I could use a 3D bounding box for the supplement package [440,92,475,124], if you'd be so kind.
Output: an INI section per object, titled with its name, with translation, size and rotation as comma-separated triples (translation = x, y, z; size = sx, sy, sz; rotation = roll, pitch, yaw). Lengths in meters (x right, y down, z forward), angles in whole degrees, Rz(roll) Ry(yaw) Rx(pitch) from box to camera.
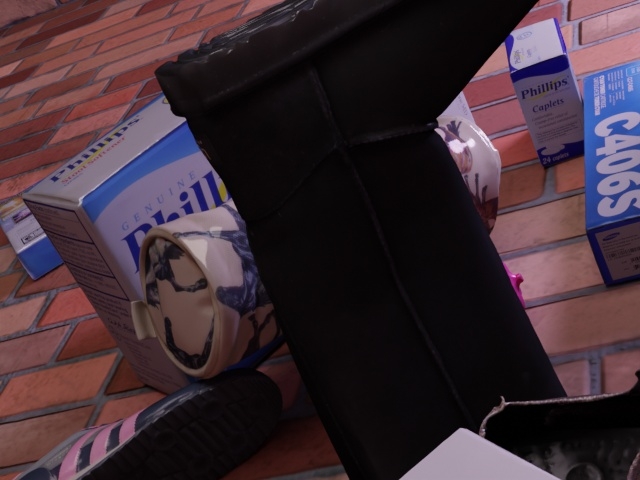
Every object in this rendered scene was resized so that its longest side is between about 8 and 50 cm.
[supplement package]
translation = 0.110, -0.137, 1.527
size = 0.105, 0.105, 0.179
rotation = 4, 41, 46

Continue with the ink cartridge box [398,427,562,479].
[ink cartridge box]
translation = 0.163, 0.261, 0.672
size = 0.117, 0.207, 0.283
rotation = -36, 28, -21

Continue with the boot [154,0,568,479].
[boot]
translation = 0.120, -0.018, 0.947
size = 0.367, 0.445, 0.146
rotation = -28, 17, -7

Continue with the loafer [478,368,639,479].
[loafer]
translation = 0.270, 0.160, 0.815
size = 0.366, 0.130, 0.134
rotation = -14, 45, 30

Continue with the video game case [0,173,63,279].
[video game case]
translation = -0.393, -0.064, 1.890
size = 0.269, 0.061, 0.244
rotation = -32, 29, -11

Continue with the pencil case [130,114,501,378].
[pencil case]
translation = 0.000, 0.000, 1.218
size = 0.410, 0.160, 0.183
rotation = -24, -8, -30

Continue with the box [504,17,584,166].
[box]
translation = 0.284, -0.186, 1.422
size = 0.072, 0.137, 0.126
rotation = -18, 28, 15

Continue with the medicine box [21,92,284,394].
[medicine box]
translation = -0.143, -0.007, 1.318
size = 0.263, 0.289, 0.149
rotation = -41, 30, -26

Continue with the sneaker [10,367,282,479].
[sneaker]
translation = -0.195, 0.211, 1.180
size = 0.319, 0.112, 0.131
rotation = -29, 30, -8

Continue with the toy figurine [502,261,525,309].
[toy figurine]
translation = 0.129, 0.076, 1.170
size = 0.159, 0.130, 0.173
rotation = -22, -1, -22

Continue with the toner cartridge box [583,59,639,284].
[toner cartridge box]
translation = 0.377, -0.097, 1.254
size = 0.165, 0.075, 0.348
rotation = -14, 29, 20
